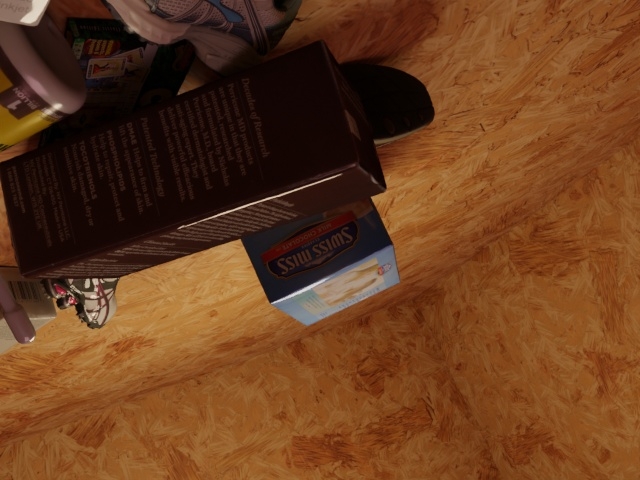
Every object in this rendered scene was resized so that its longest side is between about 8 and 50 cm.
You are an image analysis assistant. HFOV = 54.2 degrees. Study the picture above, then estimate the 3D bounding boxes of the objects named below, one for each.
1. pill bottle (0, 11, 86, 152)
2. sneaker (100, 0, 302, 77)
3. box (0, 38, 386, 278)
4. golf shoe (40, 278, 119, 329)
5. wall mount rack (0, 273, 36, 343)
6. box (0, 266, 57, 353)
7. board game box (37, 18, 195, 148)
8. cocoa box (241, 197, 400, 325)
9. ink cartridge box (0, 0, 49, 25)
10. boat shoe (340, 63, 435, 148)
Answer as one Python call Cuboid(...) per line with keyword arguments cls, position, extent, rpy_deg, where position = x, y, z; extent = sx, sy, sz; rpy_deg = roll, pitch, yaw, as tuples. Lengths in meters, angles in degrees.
Cuboid(cls="pill bottle", position=(-0.324, -0.120, 0.540), extent=(0.215, 0.117, 0.117), rpy_deg=(-26, 164, 6))
Cuboid(cls="sneaker", position=(-0.109, -0.237, 0.547), extent=(0.122, 0.110, 0.283), rpy_deg=(-39, 168, 18))
Cuboid(cls="box", position=(-0.133, -0.070, 0.704), extent=(0.381, 0.143, 0.191), rpy_deg=(-15, 173, 12))
Cuboid(cls="golf shoe", position=(-0.390, 0.078, 1.098), extent=(0.120, 0.105, 0.273), rpy_deg=(-29, 165, -10))
Cuboid(cls="wall mount rack", position=(-0.397, 0.006, 0.466), extent=(0.350, 0.131, 0.304), rpy_deg=(-16, 153, 1))
Cuboid(cls="box", position=(-0.582, 0.148, 1.047), extent=(0.275, 0.094, 0.113), rpy_deg=(-30, 163, 19))
Cuboid(cls="board game box", position=(-0.243, -0.151, 0.722), extent=(0.136, 0.030, 0.259), rpy_deg=(-15, 161, -37))
Cuboid(cls="cocoa box", position=(0.000, 0.000, 1.177), extent=(0.231, 0.228, 0.347), rpy_deg=(-25, 164, 2))
Cuboid(cls="ink cartridge box", position=(-0.195, -0.260, 0.272), extent=(0.226, 0.131, 0.306), rpy_deg=(-6, 157, -47))
Cuboid(cls="boat shoe", position=(-0.002, -0.163, 0.895), extent=(0.323, 0.123, 0.120), rpy_deg=(-12, 166, -14))
